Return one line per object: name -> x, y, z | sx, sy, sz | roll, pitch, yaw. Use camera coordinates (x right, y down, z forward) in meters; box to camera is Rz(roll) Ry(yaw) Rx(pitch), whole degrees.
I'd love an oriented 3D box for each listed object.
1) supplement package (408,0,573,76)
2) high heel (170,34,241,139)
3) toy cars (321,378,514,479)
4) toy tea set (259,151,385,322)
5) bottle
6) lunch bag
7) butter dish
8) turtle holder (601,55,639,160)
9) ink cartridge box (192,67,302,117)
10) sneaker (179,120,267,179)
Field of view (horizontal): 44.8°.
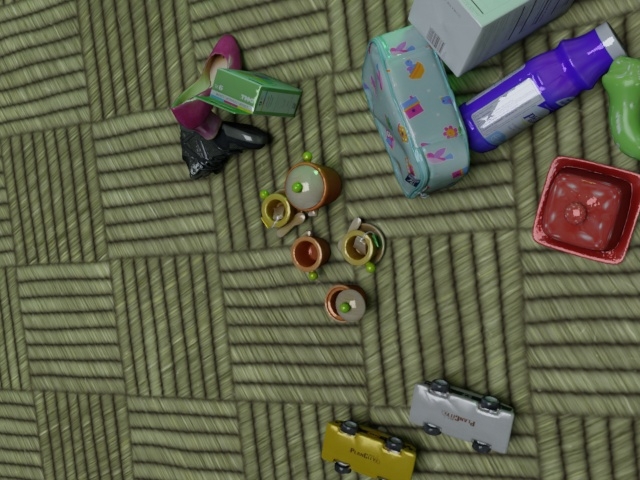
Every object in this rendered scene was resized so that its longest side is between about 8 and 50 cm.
supplement package -> 0.284, -0.393, 1.220 | 0.244, 0.134, 0.139 | -31, 75, -17
high heel -> -0.233, -0.331, 1.564 | 0.082, 0.117, 0.244 | 5, 71, 34
toy cars -> 0.184, 0.361, 1.473 | 0.394, 0.087, 0.176 | -30, 86, 26
toy tea set -> 0.000, 0.000, 1.508 | 0.200, 0.124, 0.336 | -42, 75, 27
bottle -> 0.359, -0.249, 1.278 | 0.283, 0.118, 0.092 | -32, 80, 28
lunch bag -> 0.158, -0.209, 1.346 | 0.108, 0.224, 0.279 | -17, 84, -7
butter dish -> 0.425, -0.047, 1.263 | 0.160, 0.118, 0.159 | 19, 104, 27
turtle holder -> 0.588, -0.174, 1.105 | 0.320, 0.243, 0.227 | -145, 60, -61
ink cartridge box -> -0.138, -0.286, 1.503 | 0.109, 0.209, 0.062 | 27, 109, 24
sneaker -> -0.205, -0.187, 1.628 | 0.228, 0.087, 0.130 | 11, 103, 31
